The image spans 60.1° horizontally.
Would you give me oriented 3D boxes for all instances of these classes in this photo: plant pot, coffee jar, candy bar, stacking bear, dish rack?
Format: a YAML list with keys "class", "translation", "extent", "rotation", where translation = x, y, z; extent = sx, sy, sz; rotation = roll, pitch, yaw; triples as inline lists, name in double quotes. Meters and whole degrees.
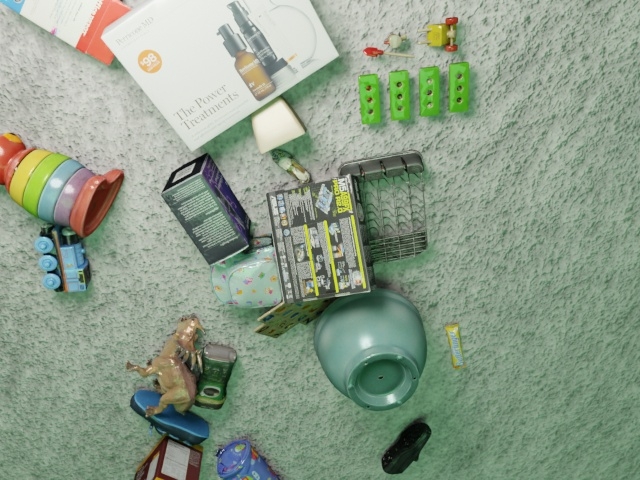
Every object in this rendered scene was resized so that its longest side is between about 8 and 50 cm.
- class: "plant pot"
  translation: [0.137, 0.294, 1.374]
  extent: [0.293, 0.196, 0.293]
  rotation: [-3, 116, -5]
- class: "coffee jar"
  translation: [-0.297, 0.382, 1.536]
  extent: [0.096, 0.079, 0.184]
  rotation: [14, 113, -12]
- class: "candy bar"
  translation: [0.389, 0.304, 1.587]
  extent: [0.040, 0.018, 0.161]
  rotation: [-14, 115, 3]
- class: "stacking bear"
  translation: [-0.622, -0.139, 1.228]
  extent: [0.289, 0.175, 0.164]
  rotation: [27, 104, -6]
- class: "dish rack"
  translation: [0.164, -0.072, 1.363]
  extent: [0.208, 0.074, 0.271]
  rotation: [-10, 118, 1]
- class: "plant pot"
  translation: [-0.101, -0.264, 1.234]
  extent: [0.109, 0.109, 0.096]
  rotation: [-24, 104, 7]

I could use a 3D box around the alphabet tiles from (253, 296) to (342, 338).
- class: "alphabet tiles"
  translation: [-0.052, 0.181, 1.433]
  extent: [0.237, 0.009, 0.198]
  rotation: [-35, 152, 12]

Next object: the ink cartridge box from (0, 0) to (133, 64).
- class: "ink cartridge box"
  translation: [-0.496, -0.474, 1.112]
  extent: [0.231, 0.078, 0.134]
  rotation: [30, 110, -17]

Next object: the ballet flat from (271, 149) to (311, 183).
- class: "ballet flat"
  translation: [-0.067, -0.173, 1.311]
  extent: [0.114, 0.041, 0.041]
  rotation: [36, 108, -19]

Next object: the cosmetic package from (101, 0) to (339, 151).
- class: "cosmetic package"
  translation: [-0.194, -0.401, 1.121]
  extent: [0.377, 0.097, 0.284]
  rotation: [-32, 122, 5]

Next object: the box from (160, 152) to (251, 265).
- class: "box"
  translation: [-0.258, -0.073, 1.282]
  extent: [0.108, 0.153, 0.207]
  rotation: [-27, 116, 8]

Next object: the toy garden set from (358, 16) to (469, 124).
- class: "toy garden set"
  translation: [0.204, -0.378, 1.232]
  extent: [0.244, 0.049, 0.203]
  rotation: [-7, 118, 0]

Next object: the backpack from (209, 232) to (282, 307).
- class: "backpack"
  translation: [-0.181, 0.084, 1.370]
  extent: [0.188, 0.144, 0.165]
  rotation: [-6, 121, 2]

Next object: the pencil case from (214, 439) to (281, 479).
- class: "pencil case"
  translation: [-0.200, 0.746, 1.693]
  extent: [0.133, 0.119, 0.306]
  rotation: [-40, 115, -17]

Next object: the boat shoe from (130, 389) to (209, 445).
- class: "boat shoe"
  translation: [-0.441, 0.526, 1.580]
  extent: [0.258, 0.109, 0.089]
  rotation: [41, 110, -18]

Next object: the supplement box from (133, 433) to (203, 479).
- class: "supplement box"
  translation: [-0.456, 0.710, 1.616]
  extent: [0.129, 0.194, 0.191]
  rotation: [33, 109, -18]

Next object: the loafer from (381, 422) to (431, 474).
- class: "loafer"
  translation: [0.276, 0.646, 1.713]
  extent: [0.078, 0.076, 0.223]
  rotation: [25, 116, -21]

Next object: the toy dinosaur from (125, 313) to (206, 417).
- class: "toy dinosaur"
  translation: [-0.379, 0.365, 1.478]
  extent: [0.200, 0.127, 0.295]
  rotation: [-10, 107, 9]

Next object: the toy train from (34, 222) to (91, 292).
- class: "toy train"
  translation: [-0.627, 0.042, 1.352]
  extent: [0.105, 0.080, 0.184]
  rotation: [-5, 114, -12]

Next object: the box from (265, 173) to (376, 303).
- class: "box"
  translation: [0.000, 0.000, 1.281]
  extent: [0.216, 0.060, 0.270]
  rotation: [-11, 87, 20]
